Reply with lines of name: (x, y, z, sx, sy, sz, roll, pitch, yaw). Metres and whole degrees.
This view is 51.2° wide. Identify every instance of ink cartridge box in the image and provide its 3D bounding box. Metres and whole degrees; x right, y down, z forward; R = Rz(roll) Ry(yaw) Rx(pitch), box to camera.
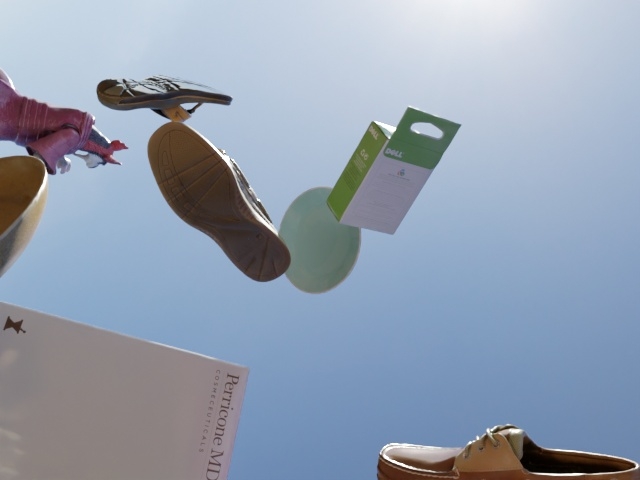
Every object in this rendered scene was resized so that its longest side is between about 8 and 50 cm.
ink cartridge box: (0.108, -0.114, 1.015, 0.209, 0.109, 0.062, -60, -144, 27)

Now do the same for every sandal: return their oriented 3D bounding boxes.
sandal: (-0.219, -0.194, 0.949, 0.090, 0.219, 0.060, 27, -62, 26)

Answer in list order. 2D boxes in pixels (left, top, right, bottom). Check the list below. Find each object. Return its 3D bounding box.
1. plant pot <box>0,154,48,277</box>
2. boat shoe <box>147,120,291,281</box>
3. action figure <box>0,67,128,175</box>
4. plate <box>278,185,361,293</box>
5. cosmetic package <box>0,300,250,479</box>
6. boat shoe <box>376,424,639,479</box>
plant pot: (-0.287, 0.019, 0.454, 0.236, 0.032, 0.236, -18, -147, 12)
boat shoe: (-0.149, -0.058, 0.986, 0.105, 0.285, 0.089, -31, -152, 7)
action figure: (-0.542, -0.229, 1.241, 0.248, 0.370, 0.275, -124, -132, -61)
plate: (0.000, 0.000, 1.160, 0.188, 0.024, 0.188, -6, -99, 38)
cosmetic package: (-0.277, 0.181, 0.660, 0.155, 0.366, 0.197, -36, -139, 58)
boat shoe: (0.232, 0.286, 0.824, 0.324, 0.122, 0.119, 4, -82, 23)
